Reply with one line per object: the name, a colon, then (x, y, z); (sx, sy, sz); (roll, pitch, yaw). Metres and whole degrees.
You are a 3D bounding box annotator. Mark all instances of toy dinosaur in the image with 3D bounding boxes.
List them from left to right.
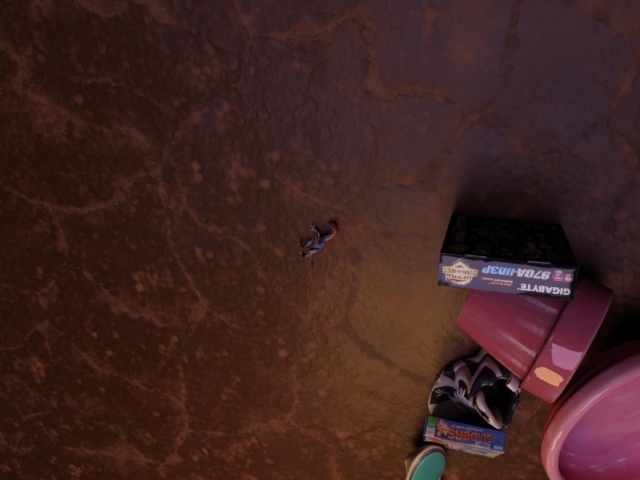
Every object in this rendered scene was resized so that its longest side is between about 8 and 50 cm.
toy dinosaur: (0.000, 0.000, 1.040); (0.082, 0.047, 0.090); (-19, 142, 16)

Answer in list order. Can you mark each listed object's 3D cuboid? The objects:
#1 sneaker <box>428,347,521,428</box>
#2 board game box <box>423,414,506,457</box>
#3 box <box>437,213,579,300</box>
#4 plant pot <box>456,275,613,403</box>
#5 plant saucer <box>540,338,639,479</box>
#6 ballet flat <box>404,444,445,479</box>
sneaker: (0.270, 0.282, 1.015); (0.094, 0.153, 0.235); (45, 120, -5)
board game box: (0.260, 0.364, 1.059); (0.136, 0.035, 0.201); (8, 159, 15)
box: (0.270, 0.017, 0.842); (0.175, 0.220, 0.051); (6, 108, 15)
plant pot: (0.325, 0.124, 0.906); (0.180, 0.201, 0.201); (29, 122, 20)
plant saucer: (0.496, 0.276, 0.916); (0.332, 0.084, 0.332); (-7, 123, -11)
ballet flat: (0.204, 0.482, 1.176); (0.086, 0.086, 0.248); (7, 124, 15)
